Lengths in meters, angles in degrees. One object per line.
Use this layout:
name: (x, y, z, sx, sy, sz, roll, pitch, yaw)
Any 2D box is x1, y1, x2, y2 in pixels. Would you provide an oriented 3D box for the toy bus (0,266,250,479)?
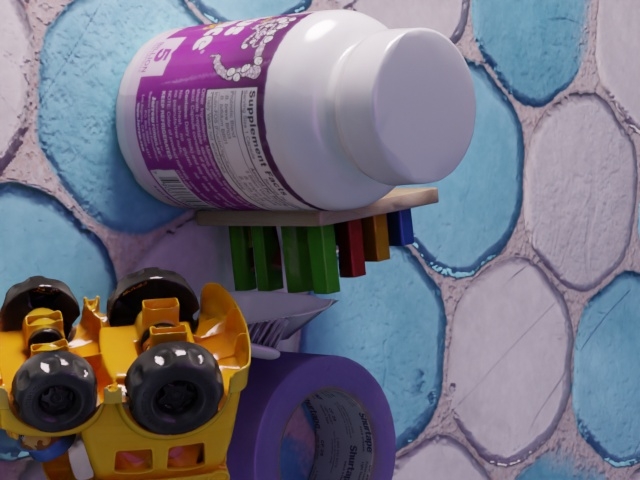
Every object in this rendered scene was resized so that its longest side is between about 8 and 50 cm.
toy bus: (-0.177, 0.145, 1.467, 0.220, 0.149, 0.211, -3, 122, -14)

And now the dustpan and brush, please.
dustpan and brush: (-0.106, 0.083, 1.575, 0.211, 0.147, 0.060, 9, 69, -19)

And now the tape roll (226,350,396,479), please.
tape roll: (-0.020, 0.199, 1.671, 0.189, 0.080, 0.189, -1, 92, -46)

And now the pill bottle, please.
pill bottle: (-0.021, -0.109, 1.506, 0.169, 0.301, 0.169, -1, 91, -45)

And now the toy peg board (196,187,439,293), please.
toy peg board: (0.000, 0.000, 1.629, 0.161, 0.161, 0.079, -11, 99, -45)
